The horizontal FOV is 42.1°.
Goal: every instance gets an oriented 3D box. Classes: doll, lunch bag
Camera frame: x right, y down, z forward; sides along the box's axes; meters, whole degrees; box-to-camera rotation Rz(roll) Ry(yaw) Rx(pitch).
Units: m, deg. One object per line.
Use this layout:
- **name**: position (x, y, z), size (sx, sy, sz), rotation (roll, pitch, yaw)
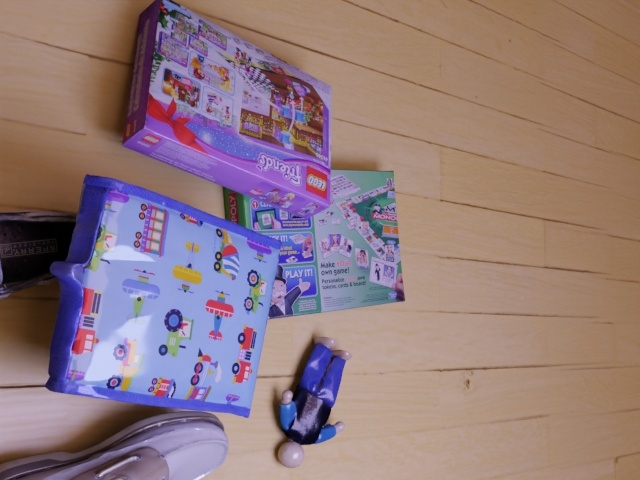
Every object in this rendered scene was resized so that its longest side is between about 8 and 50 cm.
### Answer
- **doll**: position (-0.009, 0.240, 1.200), size (0.129, 0.046, 0.189), rotation (43, 58, -31)
- **lunch bag**: position (-0.183, 0.069, 0.921), size (0.293, 0.138, 0.221), rotation (30, 67, -61)

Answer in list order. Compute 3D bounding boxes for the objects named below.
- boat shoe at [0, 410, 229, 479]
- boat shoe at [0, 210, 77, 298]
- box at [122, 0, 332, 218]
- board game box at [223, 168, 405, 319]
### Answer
- **boat shoe**: position (-0.222, 0.280, 0.927), size (0.302, 0.103, 0.113), rotation (-11, 126, -38)
- **boat shoe**: position (-0.361, 0.022, 0.842), size (0.306, 0.105, 0.113), rotation (-4, 89, -44)
- **box**: position (-0.110, -0.168, 1.098), size (0.293, 0.057, 0.201), rotation (22, 58, -36)
- **board game box**: position (0.000, 0.000, 1.235), size (0.317, 0.046, 0.213), rotation (-2, 86, -44)
